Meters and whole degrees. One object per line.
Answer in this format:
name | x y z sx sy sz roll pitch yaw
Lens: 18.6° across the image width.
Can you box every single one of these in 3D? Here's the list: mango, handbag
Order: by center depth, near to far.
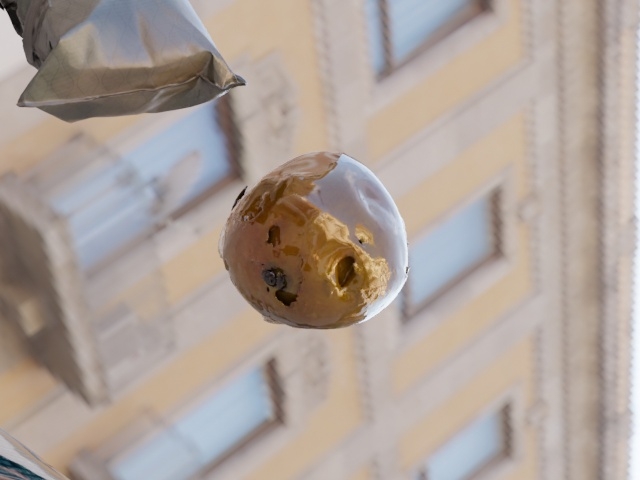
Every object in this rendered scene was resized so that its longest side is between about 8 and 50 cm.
handbag | -0.191 -0.187 1.602 0.270 0.182 0.117 -122 -150 -43
mango | 0.000 0.000 1.615 0.156 0.151 0.248 22 6 3

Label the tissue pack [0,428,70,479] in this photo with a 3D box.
tissue pack | -0.312 0.152 0.776 0.416 0.253 0.264 17 3 -39
